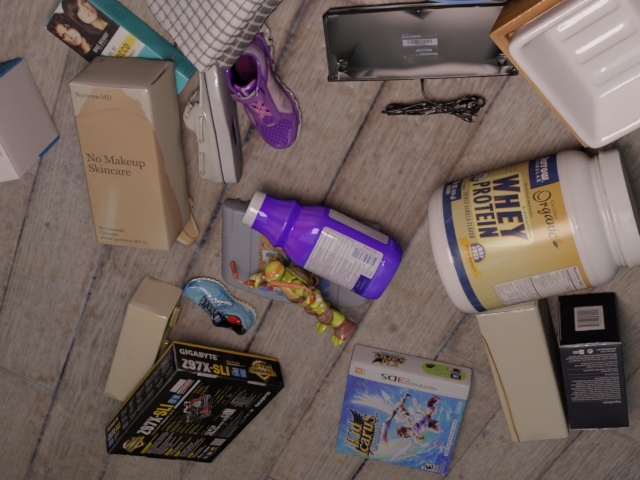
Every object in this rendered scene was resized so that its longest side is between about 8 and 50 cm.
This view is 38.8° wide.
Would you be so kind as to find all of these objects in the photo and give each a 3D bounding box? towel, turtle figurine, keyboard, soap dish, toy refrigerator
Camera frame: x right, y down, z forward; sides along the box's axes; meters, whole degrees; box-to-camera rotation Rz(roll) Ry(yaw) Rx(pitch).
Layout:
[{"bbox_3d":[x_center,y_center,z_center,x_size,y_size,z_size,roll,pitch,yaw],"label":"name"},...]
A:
[{"bbox_3d":[-0.175,-0.433,1.370,0.284,0.121,0.235,54,130,9],"label":"towel"},{"bbox_3d":[-0.041,0.094,1.665,0.217,0.087,0.269,43,161,-32],"label":"turtle figurine"},{"bbox_3d":[0.166,-0.288,1.486,0.317,0.033,0.202,1,116,13],"label":"keyboard"},{"bbox_3d":[0.417,-0.288,1.334,0.228,0.118,0.291,-30,131,28],"label":"soap dish"},{"bbox_3d":[-0.366,0.215,1.891,0.094,0.102,0.270,21,124,-1],"label":"toy refrigerator"}]

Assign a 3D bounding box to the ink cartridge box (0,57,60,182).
[{"bbox_3d":[-0.634,-0.200,1.638,0.232,0.171,0.168,-9,120,18],"label":"ink cartridge box"}]

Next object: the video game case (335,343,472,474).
[{"bbox_3d":[0.167,0.356,1.888,0.244,0.061,0.270,12,125,6],"label":"video game case"}]

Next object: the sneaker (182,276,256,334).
[{"bbox_3d":[-0.204,0.133,1.817,0.162,0.073,0.063,30,124,-8],"label":"sneaker"}]

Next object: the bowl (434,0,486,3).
[{"bbox_3d":[0.211,-0.522,1.241,0.390,0.077,0.391,-3,128,-3],"label":"bowl"}]

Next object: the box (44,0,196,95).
[{"bbox_3d":[-0.338,-0.330,1.553,0.244,0.060,0.100,38,122,-13],"label":"box"}]

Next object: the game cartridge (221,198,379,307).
[{"bbox_3d":[-0.043,0.032,1.729,0.297,0.062,0.198,9,120,7],"label":"game cartridge"}]

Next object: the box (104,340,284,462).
[{"bbox_3d":[-0.266,0.348,1.904,0.257,0.079,0.322,16,130,-33],"label":"box"}]

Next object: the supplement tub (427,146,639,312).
[{"bbox_3d":[0.357,-0.019,1.498,0.316,0.228,0.228,-15,118,21],"label":"supplement tub"}]

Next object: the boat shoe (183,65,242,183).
[{"bbox_3d":[-0.194,-0.217,1.579,0.088,0.096,0.268,1,132,8],"label":"boat shoe"}]

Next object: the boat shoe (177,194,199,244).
[{"bbox_3d":[-0.271,-0.068,1.708,0.059,0.063,0.170,-16,117,28],"label":"boat shoe"}]

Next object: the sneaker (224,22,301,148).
[{"bbox_3d":[-0.107,-0.250,1.528,0.095,0.105,0.237,-12,120,18],"label":"sneaker"}]

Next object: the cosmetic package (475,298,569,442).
[{"bbox_3d":[0.378,0.206,1.683,0.113,0.160,0.310,-11,119,19],"label":"cosmetic package"}]

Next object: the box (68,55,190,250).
[{"bbox_3d":[-0.320,-0.148,1.558,0.147,0.121,0.311,5,125,12],"label":"box"}]

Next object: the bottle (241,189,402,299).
[{"bbox_3d":[0.000,0.000,1.611,0.282,0.092,0.118,25,120,-4],"label":"bottle"}]

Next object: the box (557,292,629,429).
[{"bbox_3d":[0.500,0.223,1.670,0.108,0.153,0.207,-6,120,16],"label":"box"}]
